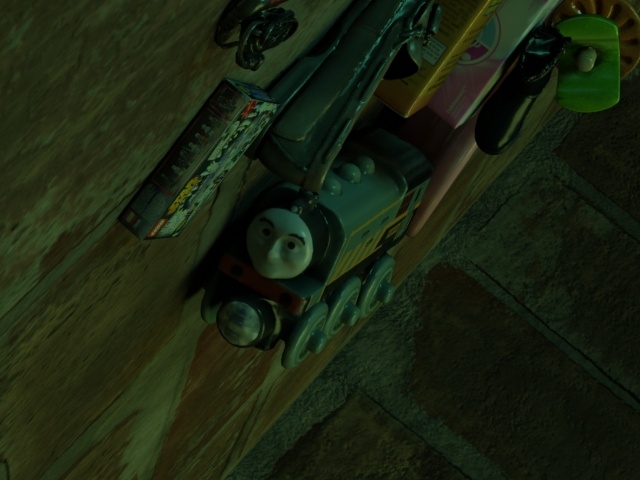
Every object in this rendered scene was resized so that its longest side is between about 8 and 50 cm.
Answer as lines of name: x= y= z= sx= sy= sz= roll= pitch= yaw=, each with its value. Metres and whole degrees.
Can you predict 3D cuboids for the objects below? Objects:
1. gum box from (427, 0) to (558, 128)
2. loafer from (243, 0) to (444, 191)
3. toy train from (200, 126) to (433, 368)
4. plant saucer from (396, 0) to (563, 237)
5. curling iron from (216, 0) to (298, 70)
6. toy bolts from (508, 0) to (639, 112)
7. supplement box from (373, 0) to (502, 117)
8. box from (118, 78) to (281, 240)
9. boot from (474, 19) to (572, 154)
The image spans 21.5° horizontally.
gum box: x=0.147 y=-0.215 z=1.600 sx=0.188 sy=0.107 sz=0.062 roll=-54 pitch=171 yaw=26
loafer: x=0.042 y=-0.146 z=1.422 sx=0.267 sy=0.084 sz=0.096 roll=-47 pitch=171 yaw=-21
toy train: x=0.000 y=0.000 z=1.722 sx=0.334 sy=0.142 sz=0.190 roll=-31 pitch=147 yaw=-61
plant saucer: x=0.168 y=-0.159 z=1.937 sx=0.332 sy=0.084 sz=0.332 roll=-55 pitch=177 yaw=-5
curling iron: x=0.014 y=-0.199 z=1.214 sx=0.274 sy=0.035 sz=0.068 roll=-42 pitch=173 yaw=-40
toy bolts: x=0.223 y=-0.268 z=1.721 sx=0.158 sy=0.218 sz=0.228 roll=-62 pitch=153 yaw=-60
supplement box: x=0.123 y=-0.227 z=1.526 sx=0.233 sy=0.080 sz=0.078 roll=-56 pitch=172 yaw=24
box: x=-0.091 y=-0.061 z=1.289 sx=0.137 sy=0.027 sz=0.094 roll=-52 pitch=171 yaw=10
boot: x=0.191 y=-0.146 z=1.603 sx=0.121 sy=0.045 sz=0.099 roll=-56 pitch=176 yaw=-13
